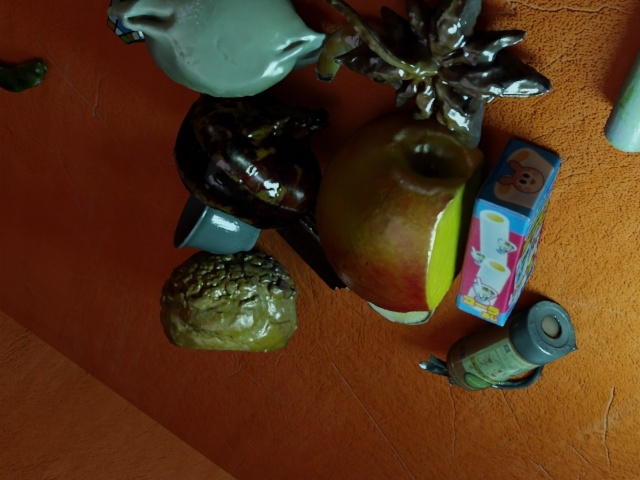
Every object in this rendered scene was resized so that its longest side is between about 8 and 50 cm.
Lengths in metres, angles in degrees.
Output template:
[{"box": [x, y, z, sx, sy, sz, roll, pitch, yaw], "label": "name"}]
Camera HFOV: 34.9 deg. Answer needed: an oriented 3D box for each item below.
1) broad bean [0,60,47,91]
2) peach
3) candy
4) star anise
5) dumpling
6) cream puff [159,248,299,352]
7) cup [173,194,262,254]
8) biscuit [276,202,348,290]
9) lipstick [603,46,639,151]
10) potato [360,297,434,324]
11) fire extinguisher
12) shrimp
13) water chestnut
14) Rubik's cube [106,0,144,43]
[{"box": [-0.731, -0.402, 2.292, 0.292, 0.049, 0.144, 29, 145, 12], "label": "broad bean"}, {"box": [0.118, -0.035, 1.787, 0.306, 0.242, 0.380, 35, 154, 23], "label": "peach"}, {"box": [0.315, -0.009, 1.724, 0.100, 0.157, 0.306, 23, 144, 19], "label": "candy"}, {"box": [0.168, -0.277, 1.544, 0.292, 0.109, 0.349, -23, 116, 26], "label": "star anise"}, {"box": [-0.179, -0.340, 1.712, 0.321, 0.212, 0.270, 41, 144, -6], "label": "dumpling"}, {"box": [-0.198, 0.129, 2.285, 0.327, 0.231, 0.343, 0, 178, 22], "label": "cream puff"}, {"box": [-0.202, -0.044, 2.165, 0.150, 0.199, 0.199, 26, 151, -19], "label": "cup"}, {"box": [0.000, 0.000, 2.105, 0.252, 0.070, 0.106, 47, 146, -15], "label": "biscuit"}, {"box": [0.463, -0.241, 1.373, 0.076, 0.076, 0.304, 27, 146, 14], "label": "lipstick"}, {"box": [0.157, 0.083, 2.059, 0.164, 0.081, 0.200, -4, 134, 34], "label": "potato"}, {"box": [0.370, 0.246, 2.032, 0.200, 0.113, 0.376, 41, 147, -9], "label": "fire extinguisher"}, {"box": [0.074, -0.280, 1.673, 0.166, 0.049, 0.161, -29, 112, 37], "label": "shrimp"}, {"box": [-0.109, -0.166, 1.844, 0.300, 0.300, 0.300, 24, 145, 18], "label": "water chestnut"}, {"box": [-0.325, -0.418, 1.842, 0.133, 0.112, 0.133, 25, 144, 19], "label": "Rubik's cube"}]
